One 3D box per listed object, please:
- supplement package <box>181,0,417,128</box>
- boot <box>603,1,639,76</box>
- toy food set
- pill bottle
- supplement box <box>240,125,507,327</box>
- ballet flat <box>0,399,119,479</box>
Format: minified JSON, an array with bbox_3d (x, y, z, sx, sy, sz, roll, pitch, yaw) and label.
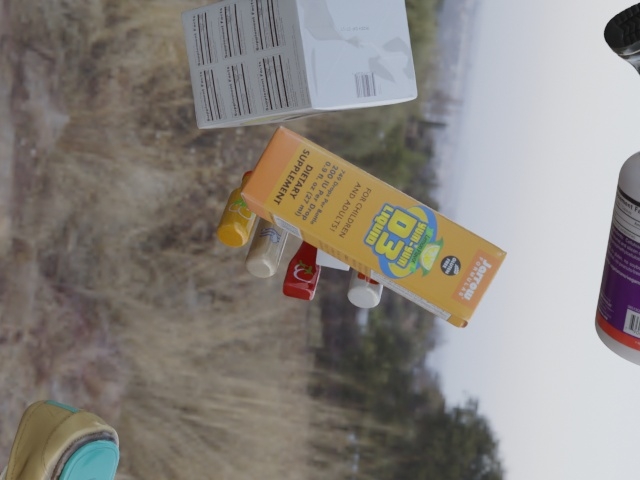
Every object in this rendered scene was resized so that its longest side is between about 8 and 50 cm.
[{"bbox_3d":[-0.026,-0.226,1.417,0.194,0.203,0.149,-12,96,-45],"label":"supplement package"},{"bbox_3d":[0.485,-0.278,1.508,0.137,0.198,0.077,31,49,-51],"label":"boot"},{"bbox_3d":[0.000,0.000,1.384,0.111,0.232,0.104,95,8,-48],"label":"toy food set"},{"bbox_3d":[0.474,-0.001,1.528,0.181,0.181,0.323,-71,166,-65],"label":"pill bottle"},{"bbox_3d":[0.048,-0.011,1.038,0.078,0.233,0.080,-60,176,-7],"label":"supplement box"},{"bbox_3d":[-0.191,0.212,0.758,0.080,0.073,0.232,9,104,-54],"label":"ballet flat"}]
